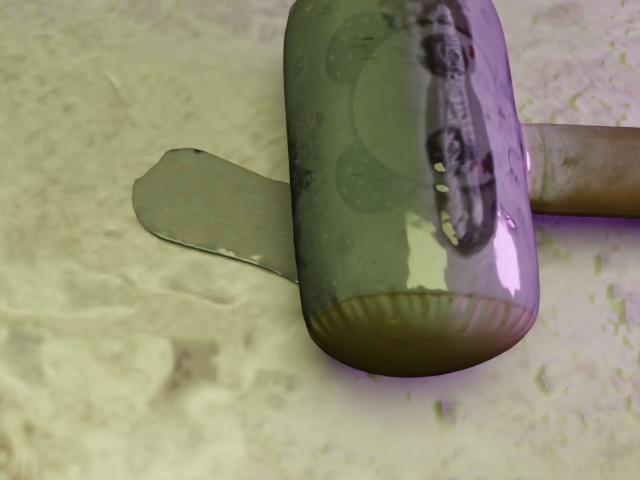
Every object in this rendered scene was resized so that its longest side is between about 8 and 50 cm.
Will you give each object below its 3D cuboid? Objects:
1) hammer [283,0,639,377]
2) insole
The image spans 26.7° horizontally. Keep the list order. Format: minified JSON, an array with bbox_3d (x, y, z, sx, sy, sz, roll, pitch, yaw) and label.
[{"bbox_3d":[0.136,-0.035,0.652,0.306,0.113,0.201,0,72,-11],"label":"hammer"},{"bbox_3d":[0.000,0.000,0.679,0.197,0.004,0.065,16,70,1],"label":"insole"}]
